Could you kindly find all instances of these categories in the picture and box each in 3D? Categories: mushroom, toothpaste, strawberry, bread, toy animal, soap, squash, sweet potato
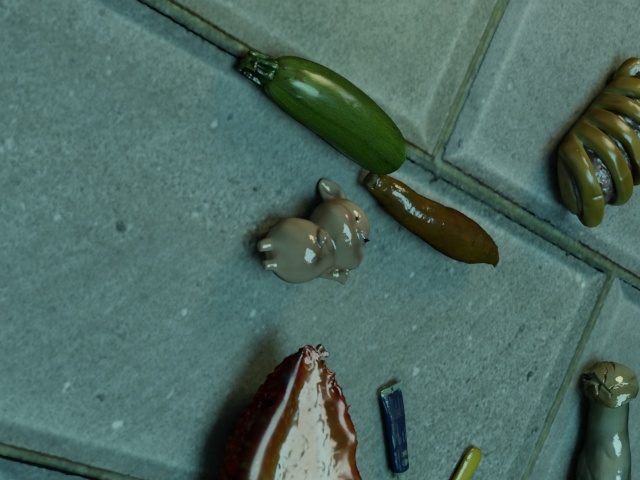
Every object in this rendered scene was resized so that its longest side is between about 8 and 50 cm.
[{"bbox_3d":[0.393,0.273,2.170,0.092,0.081,0.223,-25,122,-61],"label":"mushroom"},{"bbox_3d":[0.091,0.232,1.886,0.037,0.021,0.140,-27,122,-35],"label":"toothpaste"},{"bbox_3d":[-0.049,0.225,1.691,0.174,0.098,0.228,-14,105,-24],"label":"strawberry"},{"bbox_3d":[0.382,-0.126,1.991,0.225,0.081,0.134,-49,133,-19],"label":"bread"},{"bbox_3d":[-0.005,-0.002,1.658,0.150,0.089,0.083,-21,141,-42],"label":"toy animal"},{"bbox_3d":[0.179,0.303,2.011,0.034,0.012,0.089,42,76,-46],"label":"soap"},{"bbox_3d":[0.015,-0.134,1.624,0.252,0.066,0.066,31,83,-47],"label":"squash"},{"bbox_3d":[0.136,-0.017,1.802,0.264,0.057,0.057,30,84,-49],"label":"sweet potato"}]
